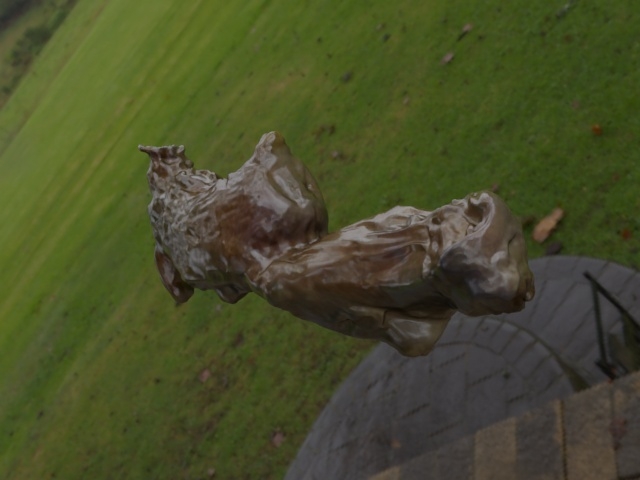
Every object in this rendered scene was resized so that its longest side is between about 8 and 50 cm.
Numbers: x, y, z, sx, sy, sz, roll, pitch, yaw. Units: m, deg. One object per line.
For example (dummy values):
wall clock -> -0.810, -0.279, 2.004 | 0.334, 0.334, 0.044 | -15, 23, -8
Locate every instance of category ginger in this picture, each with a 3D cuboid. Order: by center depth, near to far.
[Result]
ginger -> -0.002, 0.000, 0.507 | 0.290, 0.084, 0.122 | 11, 102, 41
